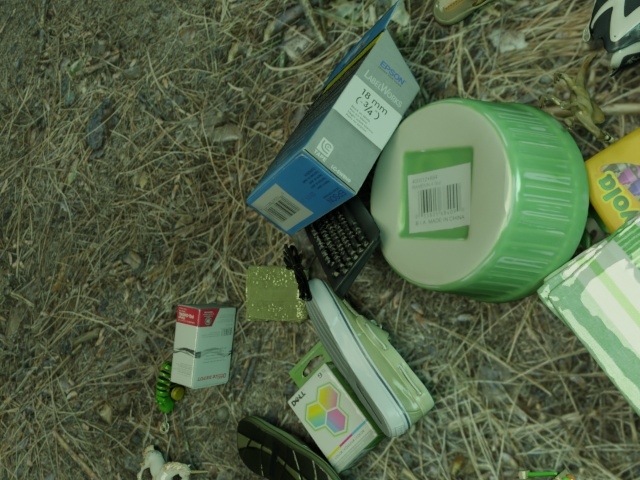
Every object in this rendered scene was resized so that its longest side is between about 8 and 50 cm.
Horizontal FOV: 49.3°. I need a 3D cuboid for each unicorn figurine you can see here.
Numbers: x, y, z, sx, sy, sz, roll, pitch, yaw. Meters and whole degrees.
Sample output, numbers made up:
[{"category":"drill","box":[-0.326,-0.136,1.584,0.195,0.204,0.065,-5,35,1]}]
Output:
[{"category":"unicorn figurine","box":[-0.321,0.475,1.419,0.161,0.060,0.111,30,103,30]}]

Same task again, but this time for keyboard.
[{"category":"keyboard","box":[0.000,0.000,1.157,0.202,0.033,0.317,-59,23,16]}]

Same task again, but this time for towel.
[{"category":"towel","box":[0.467,0.054,0.858,0.325,0.038,0.248,-45,68,23]},{"category":"towel","box":[-0.083,0.099,1.311,0.148,0.027,0.110,-3,84,34]}]

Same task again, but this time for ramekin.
[{"category":"ramekin","box":[0.212,-0.061,1.012,0.303,0.148,0.304,-6,83,50]}]

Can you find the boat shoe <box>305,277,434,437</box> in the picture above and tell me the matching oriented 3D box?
[{"category":"boat shoe","box":[0.074,0.184,1.172,0.094,0.109,0.302,-26,67,-18]}]

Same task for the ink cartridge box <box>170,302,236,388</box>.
[{"category":"ink cartridge box","box":[-0.226,0.201,1.346,0.063,0.109,0.151,7,90,32]}]

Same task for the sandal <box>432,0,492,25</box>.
[{"category":"sandal","box":[0.252,-0.413,1.116,0.180,0.049,0.072,-32,70,27]}]

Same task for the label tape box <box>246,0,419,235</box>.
[{"category":"label tape box","box":[0.039,-0.190,1.120,0.334,0.106,0.240,-59,14,-26]}]

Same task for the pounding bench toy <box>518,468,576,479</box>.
[{"category":"pounding bench toy","box":[0.335,0.357,1.007,0.065,0.052,0.083,-43,65,23]}]

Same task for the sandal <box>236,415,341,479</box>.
[{"category":"sandal","box":[-0.041,0.397,1.236,0.302,0.086,0.120,28,108,46]}]

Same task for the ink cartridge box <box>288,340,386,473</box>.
[{"category":"ink cartridge box","box":[0.017,0.282,1.212,0.109,0.062,0.209,-49,63,21]}]

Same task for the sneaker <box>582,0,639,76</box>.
[{"category":"sneaker","box":[0.464,-0.279,0.944,0.235,0.094,0.153,35,107,30]}]

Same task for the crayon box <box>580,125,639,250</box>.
[{"category":"crayon box","box":[0.486,-0.067,0.923,0.318,0.081,0.202,-37,69,26]}]

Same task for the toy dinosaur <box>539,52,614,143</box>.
[{"category":"toy dinosaur","box":[0.363,-0.200,0.989,0.053,0.092,0.183,125,154,-50]}]

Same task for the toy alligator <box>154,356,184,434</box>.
[{"category":"toy alligator","box":[-0.318,0.314,1.433,0.056,0.051,0.190,17,96,33]}]
